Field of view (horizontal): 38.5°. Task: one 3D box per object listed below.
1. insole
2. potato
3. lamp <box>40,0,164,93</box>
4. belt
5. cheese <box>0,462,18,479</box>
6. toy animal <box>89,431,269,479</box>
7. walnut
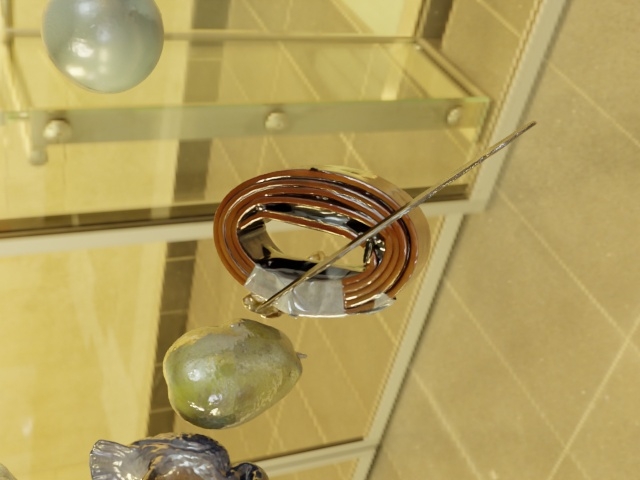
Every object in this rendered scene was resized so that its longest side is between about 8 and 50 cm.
[{"bbox_3d":[0.069,-0.022,0.893,0.007,0.328,0.111,55,-168,-2],"label":"insole"},{"bbox_3d":[-0.138,0.219,1.537,0.159,0.251,0.174,-25,79,65],"label":"potato"},{"bbox_3d":[-0.184,-0.177,0.780,0.105,0.105,0.105,174,90,-65],"label":"lamp"},{"bbox_3d":[0.000,0.000,1.128,0.105,0.261,0.184,-19,-59,-70],"label":"belt"},{"bbox_3d":[-0.566,0.447,1.304,0.318,0.326,0.115,-32,95,39],"label":"cheese"},{"bbox_3d":[-0.228,0.379,1.461,0.298,0.185,0.122,8,114,28],"label":"toy animal"},{"bbox_3d":[-0.051,0.085,1.610,0.069,0.170,0.143,59,-177,15],"label":"walnut"}]
